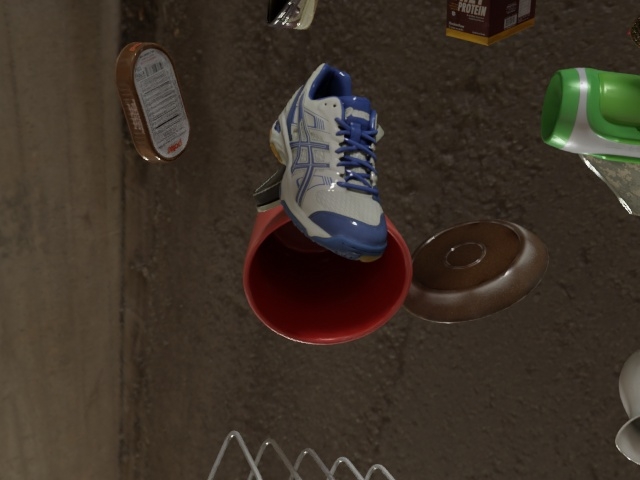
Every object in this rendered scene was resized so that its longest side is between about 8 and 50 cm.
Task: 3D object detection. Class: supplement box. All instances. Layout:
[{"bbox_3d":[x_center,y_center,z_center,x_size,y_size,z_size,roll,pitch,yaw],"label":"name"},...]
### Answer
[{"bbox_3d":[0.413,-0.600,1.753,0.129,0.191,0.194,29,137,40],"label":"supplement box"}]

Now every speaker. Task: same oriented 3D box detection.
[{"bbox_3d":[0.489,-0.179,1.078,0.297,0.131,0.131,7,120,2],"label":"speaker"}]

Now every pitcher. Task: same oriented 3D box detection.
[{"bbox_3d":[0.585,0.255,1.223,0.125,0.207,0.178,43,129,-1],"label":"pitcher"}]

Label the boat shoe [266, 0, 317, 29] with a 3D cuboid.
[{"bbox_3d":[-0.050,-0.517,1.385,0.102,0.092,0.285,60,155,24],"label":"boat shoe"}]

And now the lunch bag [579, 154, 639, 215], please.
[{"bbox_3d":[0.631,-0.164,1.355,0.287,0.169,0.235,37,174,-27],"label":"lunch bag"}]

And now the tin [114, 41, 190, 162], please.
[{"bbox_3d":[-0.256,-0.210,1.126,0.040,0.106,0.189,9,125,33],"label":"tin"}]

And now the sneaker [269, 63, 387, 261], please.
[{"bbox_3d":[0.017,-0.105,0.863,0.131,0.112,0.296,-57,37,29],"label":"sneaker"}]

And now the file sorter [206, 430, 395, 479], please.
[{"bbox_3d":[-0.025,0.409,1.060,0.173,0.278,0.193,-67,24,4],"label":"file sorter"}]

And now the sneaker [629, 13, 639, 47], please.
[{"bbox_3d":[0.530,-0.355,1.042,0.064,0.086,0.192,57,159,11],"label":"sneaker"}]

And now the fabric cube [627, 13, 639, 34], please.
[{"bbox_3d":[0.865,-0.498,1.523,0.258,0.259,0.254,45,163,13],"label":"fabric cube"}]

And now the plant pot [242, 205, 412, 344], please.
[{"bbox_3d":[0.000,0.000,1.259,0.243,0.275,0.274,-102,16,-57],"label":"plant pot"}]

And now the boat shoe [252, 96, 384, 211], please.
[{"bbox_3d":[-0.013,-0.125,1.061,0.068,0.228,0.081,60,162,-19],"label":"boat shoe"}]

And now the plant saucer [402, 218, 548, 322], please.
[{"bbox_3d":[0.295,0.045,1.466,0.311,0.310,0.050,12,136,49],"label":"plant saucer"}]
